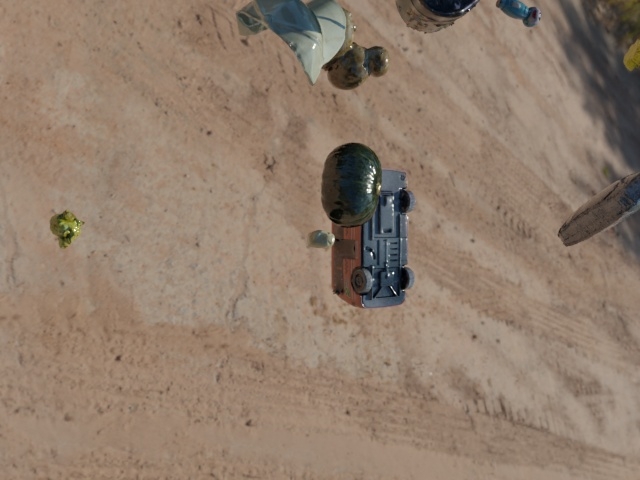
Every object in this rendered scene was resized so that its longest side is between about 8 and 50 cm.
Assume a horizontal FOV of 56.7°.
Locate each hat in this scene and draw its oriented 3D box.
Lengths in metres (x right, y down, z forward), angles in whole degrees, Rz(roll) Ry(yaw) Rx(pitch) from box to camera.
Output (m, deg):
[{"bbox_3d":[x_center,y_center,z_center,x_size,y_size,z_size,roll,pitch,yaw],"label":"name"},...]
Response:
[{"bbox_3d":[-0.049,-0.574,1.548,0.257,0.168,0.301,38,58,11],"label":"hat"}]

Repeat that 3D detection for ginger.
[{"bbox_3d":[0.073,-0.602,1.923,0.304,0.244,0.155,29,41,-31],"label":"ginger"}]

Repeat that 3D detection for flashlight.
[{"bbox_3d":[0.496,-0.575,1.491,0.129,0.051,0.051,12,62,-19],"label":"flashlight"}]

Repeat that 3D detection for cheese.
[{"bbox_3d":[0.000,0.000,1.436,0.064,0.194,0.044,11,87,-3],"label":"cheese"}]

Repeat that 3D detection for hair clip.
[{"bbox_3d":[0.751,-0.441,1.356,0.046,0.173,0.072,23,84,-5],"label":"hair clip"}]

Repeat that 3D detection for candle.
[{"bbox_3d":[0.282,-0.622,1.494,0.188,0.187,0.330,60,-1,-10],"label":"candle"}]

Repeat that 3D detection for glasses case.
[{"bbox_3d":[0.526,-0.056,1.096,0.109,0.282,0.067,-36,80,-9],"label":"glasses case"}]

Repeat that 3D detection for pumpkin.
[{"bbox_3d":[0.073,-0.135,1.457,0.211,0.152,0.212,15,90,-78],"label":"pumpkin"}]

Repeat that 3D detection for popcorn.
[{"bbox_3d":[-0.530,-0.024,1.236,0.068,0.083,0.059,23,35,9],"label":"popcorn"}]

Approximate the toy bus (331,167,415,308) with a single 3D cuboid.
[{"bbox_3d":[0.148,-0.009,1.863,0.203,0.233,0.427,-1,92,-33],"label":"toy bus"}]
